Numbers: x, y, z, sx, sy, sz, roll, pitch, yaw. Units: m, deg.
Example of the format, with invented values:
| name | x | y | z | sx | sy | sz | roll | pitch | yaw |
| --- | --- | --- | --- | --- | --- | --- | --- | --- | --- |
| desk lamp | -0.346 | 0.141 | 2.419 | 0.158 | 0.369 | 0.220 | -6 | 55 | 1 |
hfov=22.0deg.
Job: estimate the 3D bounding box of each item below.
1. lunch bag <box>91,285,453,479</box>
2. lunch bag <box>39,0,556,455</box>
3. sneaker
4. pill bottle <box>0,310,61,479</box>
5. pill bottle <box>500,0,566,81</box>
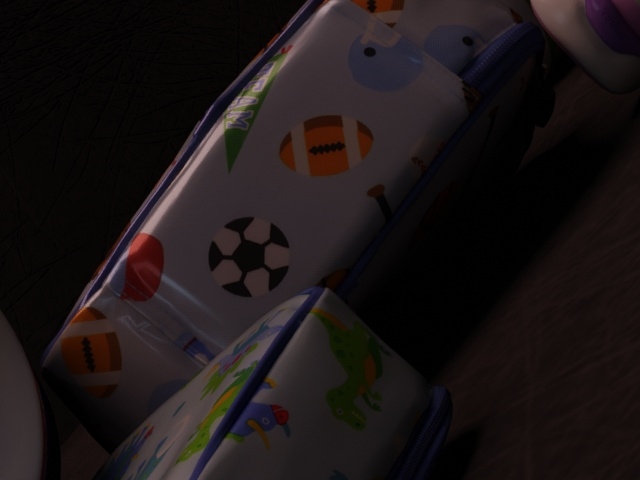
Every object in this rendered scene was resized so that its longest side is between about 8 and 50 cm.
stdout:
| name | x | y | z | sx | sy | sz | roll | pitch | yaw |
| --- | --- | --- | --- | --- | --- | --- | --- | --- | --- |
| lunch bag | -0.056 | 0.130 | 0.614 | 0.219 | 0.090 | 0.176 | -44 | 6 | 39 |
| lunch bag | 0.000 | 0.000 | 0.839 | 0.303 | 0.115 | 0.243 | -49 | -14 | -10 |
| sneaker | 0.189 | -0.171 | 0.828 | 0.104 | 0.095 | 0.236 | -35 | 18 | 42 |
| pill bottle | -0.211 | 0.101 | 0.748 | 0.181 | 0.181 | 0.323 | -50 | -2 | -12 |
| pill bottle | 0.156 | -0.221 | 1.135 | 0.245 | 0.136 | 0.136 | -51 | 6 | -23 |
